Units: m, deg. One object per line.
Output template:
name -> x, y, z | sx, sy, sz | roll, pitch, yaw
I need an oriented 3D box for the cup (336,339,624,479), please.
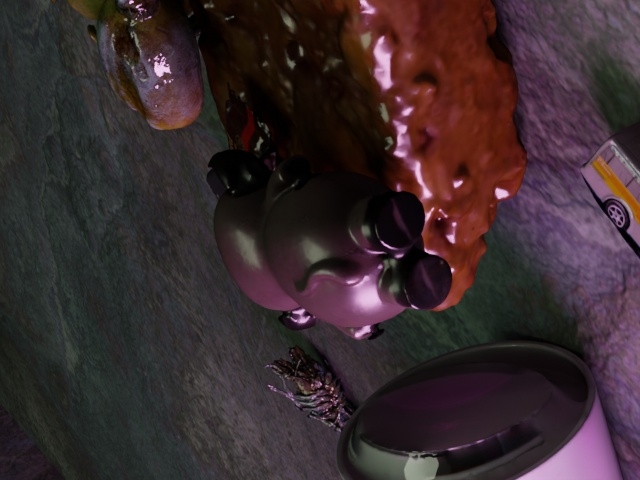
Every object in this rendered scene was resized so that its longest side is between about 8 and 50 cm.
cup -> 0.188, 0.297, 1.552 | 0.253, 0.253, 0.372 | 21, 138, 56

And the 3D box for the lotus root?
lotus root -> -0.160, -0.183, 1.502 | 0.113, 0.088, 0.192 | 45, 160, 29

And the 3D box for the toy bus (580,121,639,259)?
toy bus -> 0.279, -0.011, 1.248 | 0.172, 0.057, 0.072 | 52, 146, 17

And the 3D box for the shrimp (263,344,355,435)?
shrimp -> 0.002, 0.209, 2.026 | 0.174, 0.082, 0.076 | 42, 147, 21

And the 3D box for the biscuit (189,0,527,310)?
biscuit -> 0.024, -0.175, 1.428 | 0.342, 0.166, 0.395 | 32, 146, 44

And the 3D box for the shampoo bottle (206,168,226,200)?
shampoo bottle -> -0.040, -0.087, 1.783 | 0.098, 0.071, 0.309 | 62, 155, 2

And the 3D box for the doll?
doll -> -0.001, 0.001, 1.337 | 0.257, 0.117, 0.182 | 7, 123, 59

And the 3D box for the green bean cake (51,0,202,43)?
green bean cake -> -0.212, -0.360, 1.628 | 0.310, 0.285, 0.202 | 41, 140, -17

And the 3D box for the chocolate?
chocolate -> -0.065, -0.064, 1.503 | 0.086, 0.028, 0.182 | 51, 160, 32
